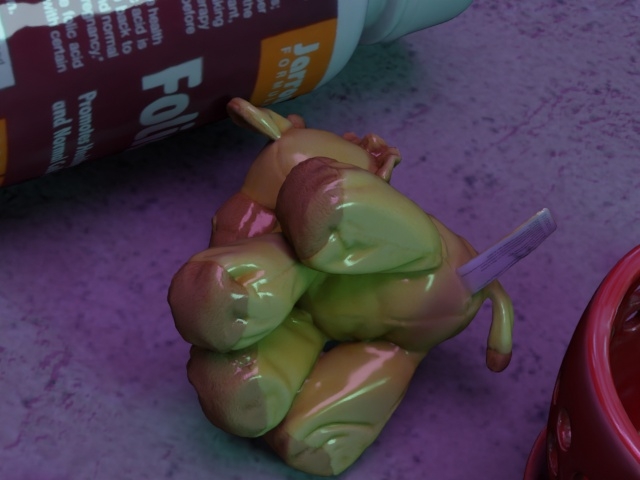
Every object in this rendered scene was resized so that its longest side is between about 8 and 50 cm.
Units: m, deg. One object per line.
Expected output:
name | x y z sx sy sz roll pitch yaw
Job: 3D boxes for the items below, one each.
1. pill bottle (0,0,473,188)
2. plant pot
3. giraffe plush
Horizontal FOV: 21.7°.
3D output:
pill bottle | -0.111 -0.171 0.992 0.392 0.224 0.224 -19 58 -22
plant pot | 0.206 0.114 0.859 0.191 0.174 0.191 5 52 -6
giraffe plush | 0.000 0.000 0.935 0.210 0.181 0.170 -24 38 -14
